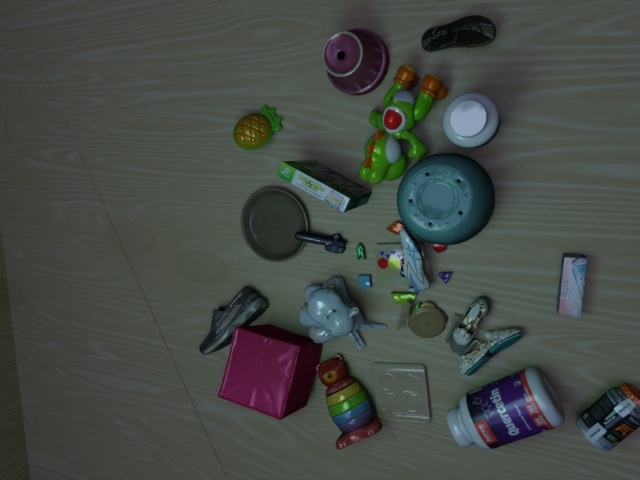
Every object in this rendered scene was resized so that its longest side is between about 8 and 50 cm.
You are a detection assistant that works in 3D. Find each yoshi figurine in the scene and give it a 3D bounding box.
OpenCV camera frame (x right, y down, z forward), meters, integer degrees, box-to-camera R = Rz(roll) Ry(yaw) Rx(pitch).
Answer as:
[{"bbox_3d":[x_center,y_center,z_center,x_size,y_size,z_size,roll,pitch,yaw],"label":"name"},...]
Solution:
[{"bbox_3d":[0.243,-0.337,1.454,0.203,0.203,0.362,25,98,-21],"label":"yoshi figurine"}]

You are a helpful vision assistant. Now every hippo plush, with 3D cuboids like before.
[{"bbox_3d":[0.033,0.272,1.570,0.234,0.236,0.294,-43,82,8],"label":"hippo plush"}]

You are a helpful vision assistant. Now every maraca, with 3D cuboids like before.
[{"bbox_3d":[-0.223,-0.398,1.648,0.186,0.099,0.127,-36,87,-2],"label":"maraca"}]

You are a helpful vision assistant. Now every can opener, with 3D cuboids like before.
[{"bbox_3d":[0.000,0.000,1.630,0.186,0.059,0.073,13,102,-2],"label":"can opener"}]

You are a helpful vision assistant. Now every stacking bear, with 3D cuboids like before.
[{"bbox_3d":[0.086,0.564,1.676,0.175,0.164,0.289,-29,77,12],"label":"stacking bear"}]

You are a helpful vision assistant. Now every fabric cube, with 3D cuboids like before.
[{"bbox_3d":[-0.173,0.457,1.668,0.259,0.258,0.254,13,87,19],"label":"fabric cube"}]

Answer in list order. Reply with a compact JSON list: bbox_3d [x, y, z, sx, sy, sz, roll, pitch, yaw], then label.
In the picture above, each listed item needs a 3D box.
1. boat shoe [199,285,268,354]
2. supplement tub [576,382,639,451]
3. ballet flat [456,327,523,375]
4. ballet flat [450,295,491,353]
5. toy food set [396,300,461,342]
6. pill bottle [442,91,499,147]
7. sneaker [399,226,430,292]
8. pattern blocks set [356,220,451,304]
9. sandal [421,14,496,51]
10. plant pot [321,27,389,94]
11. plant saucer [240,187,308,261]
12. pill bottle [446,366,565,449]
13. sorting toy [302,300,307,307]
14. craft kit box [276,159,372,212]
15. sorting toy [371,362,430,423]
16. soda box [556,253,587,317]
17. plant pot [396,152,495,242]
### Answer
[{"bbox_3d":[-0.358,0.314,1.837,0.355,0.132,0.130,-43,73,15],"label":"boat shoe"},{"bbox_3d":[0.865,0.516,1.368,0.117,0.117,0.190,38,112,11],"label":"supplement tub"},{"bbox_3d":[0.533,0.341,1.494,0.241,0.091,0.077,-44,50,19],"label":"ballet flat"},{"bbox_3d":[0.472,0.272,1.493,0.072,0.068,0.213,34,104,29],"label":"ballet flat"},{"bbox_3d":[0.362,0.269,1.570,0.192,0.038,0.132,16,113,3],"label":"toy food set"},{"bbox_3d":[0.424,-0.333,1.300,0.146,0.264,0.146,5,103,21],"label":"pill bottle"},{"bbox_3d":[0.285,0.068,1.475,0.086,0.085,0.237,-17,115,8],"label":"sneaker"},{"bbox_3d":[0.277,0.078,1.571,0.325,0.026,0.285,6,102,21],"label":"pattern blocks set"},{"bbox_3d":[0.408,-0.600,1.372,0.219,0.060,0.089,1,95,37],"label":"sandal"},{"bbox_3d":[0.095,-0.560,1.437,0.201,0.180,0.201,4,102,21],"label":"plant pot"},{"bbox_3d":[-0.167,-0.059,1.719,0.278,0.041,0.277,4,102,21],"label":"plant saucer"},{"bbox_3d":[0.570,0.537,1.457,0.323,0.181,0.181,-33,87,24],"label":"pill bottle"},{"bbox_3d":[-0.030,0.258,1.731,0.075,0.045,0.083,13,106,0],"label":"sorting toy"},{"bbox_3d":[0.020,-0.183,1.504,0.247,0.250,0.060,27,109,14],"label":"craft kit box"},{"bbox_3d":[0.286,0.539,1.657,0.193,0.038,0.208,-4,94,23],"label":"sorting toy"},{"bbox_3d":[0.743,0.133,1.375,0.063,0.058,0.183,4,103,22],"label":"soda box"},{"bbox_3d":[0.358,-0.121,1.369,0.293,0.235,0.292,2,95,21],"label":"plant pot"}]
